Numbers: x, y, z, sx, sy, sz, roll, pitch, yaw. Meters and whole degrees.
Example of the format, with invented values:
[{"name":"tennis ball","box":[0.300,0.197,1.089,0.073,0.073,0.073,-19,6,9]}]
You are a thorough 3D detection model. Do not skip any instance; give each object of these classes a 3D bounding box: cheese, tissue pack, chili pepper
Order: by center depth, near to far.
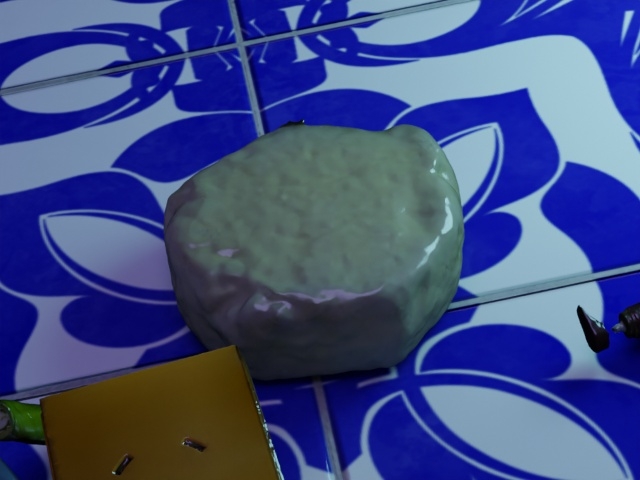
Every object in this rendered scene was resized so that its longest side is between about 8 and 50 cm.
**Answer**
[{"name":"tissue pack","box":[-0.121,0.253,1.519,0.194,0.145,0.274,-16,45,-4]},{"name":"chili pepper","box":[-0.248,0.171,1.637,0.052,0.050,0.201,25,11,33]},{"name":"cheese","box":[0.000,0.000,1.779,0.318,0.115,0.326,31,55,34]}]

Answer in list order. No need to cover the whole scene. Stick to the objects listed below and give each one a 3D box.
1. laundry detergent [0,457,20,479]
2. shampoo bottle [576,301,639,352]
[{"name":"laundry detergent","box":[-0.294,0.236,1.498,0.096,0.061,0.206,-34,48,-30]},{"name":"shampoo bottle","box":[0.369,0.055,1.690,0.236,0.067,0.068,-20,54,-11]}]
